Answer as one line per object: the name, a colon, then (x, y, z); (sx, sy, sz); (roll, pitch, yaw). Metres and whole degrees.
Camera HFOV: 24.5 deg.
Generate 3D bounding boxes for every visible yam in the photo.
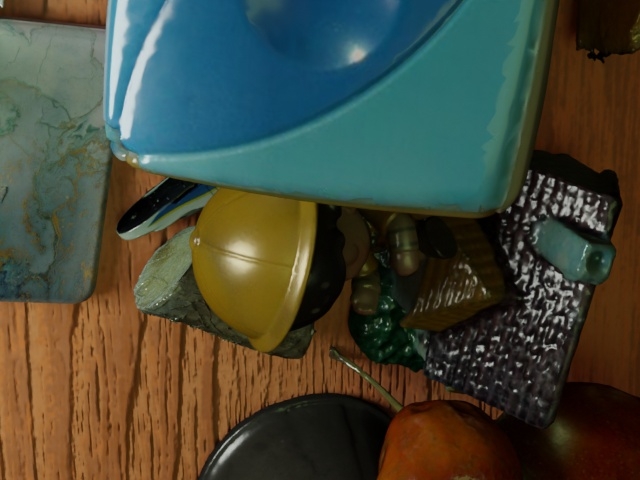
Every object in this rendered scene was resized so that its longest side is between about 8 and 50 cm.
yam: (-0.090, 0.054, 1.514); (0.183, 0.107, 0.107); (24, 101, -27)

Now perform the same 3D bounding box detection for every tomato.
tomato: (0.284, 0.296, 1.638); (0.303, 0.239, 0.303); (-27, 140, -25)

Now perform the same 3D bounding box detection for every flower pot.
flower pot: (0.003, 0.318, 1.611); (0.269, 0.166, 0.269); (-5, 111, -14)

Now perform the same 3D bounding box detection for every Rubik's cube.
Rubik's cube: (0.029, -0.227, 1.251); (0.352, 0.347, 0.351); (7, 105, 8)

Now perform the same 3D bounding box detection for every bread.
bread: (0.374, -0.293, 1.517); (0.260, 0.129, 0.134); (-27, 109, -8)

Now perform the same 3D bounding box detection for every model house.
model house: (0.188, 0.052, 1.520); (0.230, 0.249, 0.280); (6, 108, -19)

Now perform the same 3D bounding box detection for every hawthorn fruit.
hawthorn fruit: (0.102, 0.209, 1.547); (0.165, 0.285, 0.165); (-15, 128, -20)

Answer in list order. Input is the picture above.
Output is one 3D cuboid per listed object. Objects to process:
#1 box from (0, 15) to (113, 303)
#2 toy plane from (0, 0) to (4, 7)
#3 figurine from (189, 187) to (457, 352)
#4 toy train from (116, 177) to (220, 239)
box: (-0.275, -0.074, 1.439); (0.142, 0.044, 0.285); (2, 110, -23)
toy plane: (-0.364, -0.189, 1.338); (0.160, 0.082, 0.234); (-4, 97, -19)
figurine: (-0.003, -0.003, 1.406); (0.257, 0.167, 0.192); (-20, 147, -34)
toy train: (-0.103, -0.069, 1.490); (0.234, 0.052, 0.051); (-40, 121, 0)
